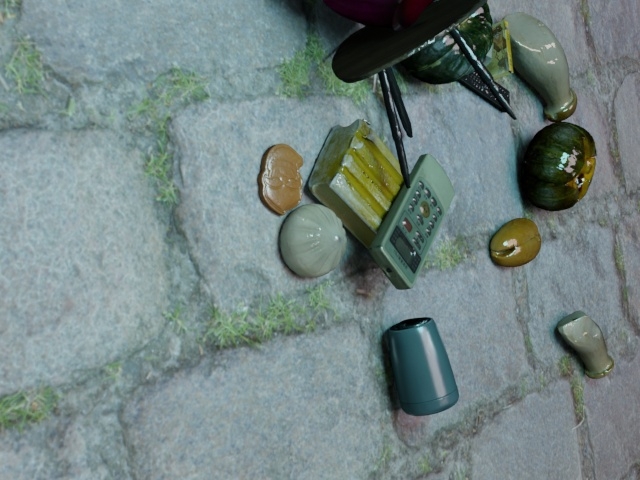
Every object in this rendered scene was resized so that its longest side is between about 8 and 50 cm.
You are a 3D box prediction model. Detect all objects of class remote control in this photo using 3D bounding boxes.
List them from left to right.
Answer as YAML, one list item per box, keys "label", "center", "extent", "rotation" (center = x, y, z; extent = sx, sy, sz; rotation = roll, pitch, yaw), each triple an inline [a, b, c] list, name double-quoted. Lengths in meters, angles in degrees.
- label: "remote control"
  center: [0.188, -0.043, 1.554]
  extent: [0.123, 0.038, 0.285]
  rotation: [54, 50, -27]
- label: "remote control"
  center: [0.387, -0.377, 1.922]
  extent: [0.245, 0.025, 0.063]
  rotation: [22, 70, -41]

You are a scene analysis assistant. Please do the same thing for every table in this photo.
- label: "table"
  center: [0.188, -0.290, 1.535]
  extent: [0.317, 0.317, 0.249]
  rotation: [-49, 122, -37]

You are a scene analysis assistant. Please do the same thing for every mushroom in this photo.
- label: "mushroom"
  center: [0.567, -0.448, 2.046]
  extent: [0.350, 0.128, 0.128]
  rotation: [49, 55, -36]
- label: "mushroom"
  center: [0.713, 0.269, 2.133]
  extent: [0.247, 0.096, 0.108]
  rotation: [50, 28, -33]

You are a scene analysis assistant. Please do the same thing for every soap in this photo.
- label: "soap"
  center: [0.107, -0.087, 1.566]
  extent: [0.274, 0.089, 0.173]
  rotation: [44, 54, -33]

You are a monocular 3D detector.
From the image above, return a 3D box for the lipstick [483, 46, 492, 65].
- label: "lipstick"
  center: [0.383, -0.512, 1.915]
  extent: [0.063, 0.057, 0.186]
  rotation: [14, 68, -15]

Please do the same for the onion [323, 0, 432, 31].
- label: "onion"
  center: [0.073, -0.607, 1.416]
  extent: [0.398, 0.420, 0.398]
  rotation: [-56, 168, -19]

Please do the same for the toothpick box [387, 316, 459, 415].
- label: "toothpick box"
  center: [0.203, 0.249, 1.605]
  extent: [0.120, 0.120, 0.184]
  rotation: [-18, 96, -45]

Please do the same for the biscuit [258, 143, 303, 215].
- label: "biscuit"
  center: [-0.069, -0.111, 1.440]
  extent: [0.102, 0.019, 0.130]
  rotation: [17, 75, -42]

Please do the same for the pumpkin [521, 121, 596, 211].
- label: "pumpkin"
  center: [0.601, -0.188, 2.020]
  extent: [0.238, 0.159, 0.238]
  rotation: [-30, 126, -51]

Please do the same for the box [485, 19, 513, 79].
- label: "box"
  center: [0.421, -0.457, 1.913]
  extent: [0.020, 0.073, 0.149]
  rotation: [19, 61, -44]

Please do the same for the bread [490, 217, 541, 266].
- label: "bread"
  center: [0.487, 0.006, 1.949]
  extent: [0.189, 0.077, 0.114]
  rotation: [-24, 107, -47]

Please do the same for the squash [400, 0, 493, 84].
- label: "squash"
  center: [0.254, -0.460, 1.697]
  extent: [0.252, 0.165, 0.252]
  rotation: [3, 86, -43]

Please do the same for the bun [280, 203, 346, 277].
- label: "bun"
  center: [0.000, 0.000, 1.448]
  extent: [0.138, 0.094, 0.138]
  rotation: [2, 86, -42]
